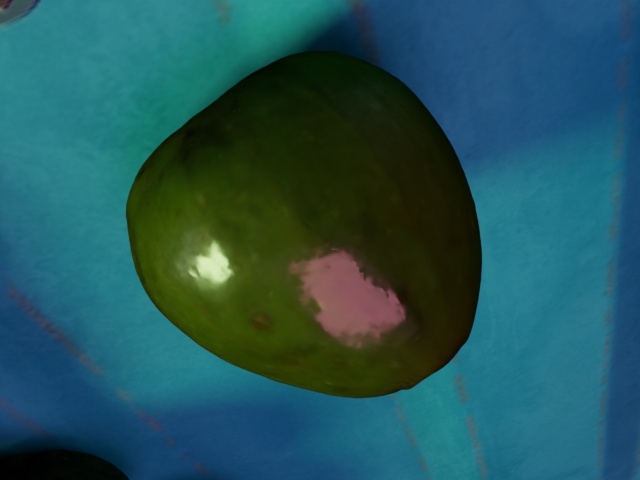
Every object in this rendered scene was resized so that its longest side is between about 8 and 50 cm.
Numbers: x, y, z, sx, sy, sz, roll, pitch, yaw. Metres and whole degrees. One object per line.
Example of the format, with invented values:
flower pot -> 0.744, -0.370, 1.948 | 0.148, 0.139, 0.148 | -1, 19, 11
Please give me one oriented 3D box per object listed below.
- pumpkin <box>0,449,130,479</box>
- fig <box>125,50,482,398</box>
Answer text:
pumpkin -> -0.274, 0.302, 0.703 | 0.317, 0.139, 0.222 | -31, 141, 5
fig -> 0.000, 0.000, 0.478 | 0.181, 0.191, 0.181 | -44, 175, -5
